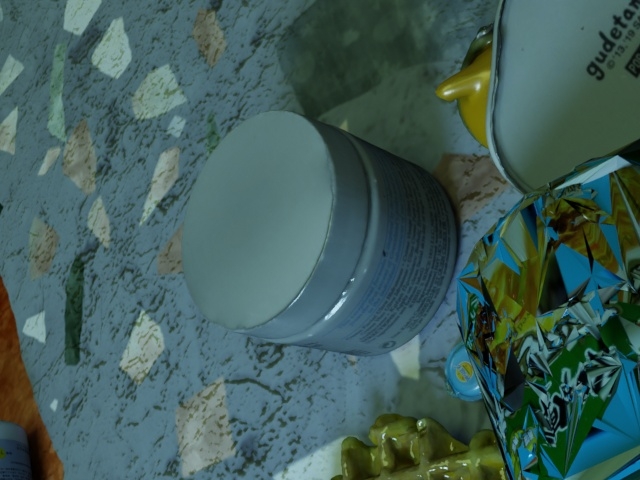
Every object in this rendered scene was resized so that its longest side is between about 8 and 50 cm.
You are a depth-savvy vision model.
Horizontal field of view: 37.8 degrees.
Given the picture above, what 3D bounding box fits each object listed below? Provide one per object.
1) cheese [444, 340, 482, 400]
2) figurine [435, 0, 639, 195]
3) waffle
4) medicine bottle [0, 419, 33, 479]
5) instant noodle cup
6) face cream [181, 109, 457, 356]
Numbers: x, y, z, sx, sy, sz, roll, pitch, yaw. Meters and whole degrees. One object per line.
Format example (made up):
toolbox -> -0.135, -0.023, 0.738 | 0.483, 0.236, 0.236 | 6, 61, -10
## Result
cheese -> 0.132, 0.080, 0.698 | 0.111, 0.017, 0.047 | -47, 54, 24
figurine -> 0.188, -0.133, 0.667 | 0.250, 0.166, 0.141 | -46, 8, -7
waffle -> 0.076, 0.256, 0.674 | 0.249, 0.056, 0.253 | -56, 49, 17
medicine bottle -> -0.374, 0.306, 1.053 | 0.103, 0.103, 0.186 | -38, 54, 30
instant noodle cup -> 0.188, 0.069, 0.516 | 0.240, 0.240, 0.178 | -45, 44, 25
face cream -> 0.000, 0.000, 0.754 | 0.177, 0.153, 0.177 | -17, 65, 40
